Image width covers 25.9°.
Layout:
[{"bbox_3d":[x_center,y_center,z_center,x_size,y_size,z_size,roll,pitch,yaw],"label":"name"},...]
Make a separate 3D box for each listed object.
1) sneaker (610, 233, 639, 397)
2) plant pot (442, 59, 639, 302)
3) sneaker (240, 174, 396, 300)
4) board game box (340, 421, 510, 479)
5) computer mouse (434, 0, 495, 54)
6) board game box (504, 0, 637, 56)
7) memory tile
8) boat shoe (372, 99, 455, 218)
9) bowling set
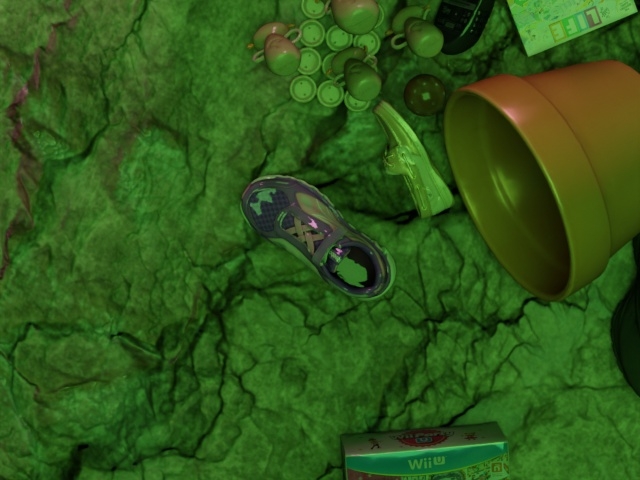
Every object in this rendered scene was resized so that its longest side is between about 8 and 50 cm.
[{"bbox_3d":[0.455,0.083,1.836,0.109,0.130,0.286,1,102,-4],"label":"sneaker"},{"bbox_3d":[0.313,-0.096,1.737,0.203,0.291,0.291,-26,101,-13],"label":"plant pot"},{"bbox_3d":[0.000,0.000,1.820,0.236,0.104,0.095,35,99,-6],"label":"sneaker"},{"bbox_3d":[0.149,0.413,1.906,0.224,0.097,0.303,-5,100,-1],"label":"board game box"},{"bbox_3d":[0.218,-0.347,1.791,0.041,0.071,0.242,23,96,-41],"label":"computer mouse"},{"bbox_3d":[0.321,-0.316,1.809,0.154,0.026,0.103,-23,101,3],"label":"board game box"},{"bbox_3d":[0.022,-0.246,1.821,0.113,0.012,0.148,8,100,-3],"label":"memory tile"},{"bbox_3d":[0.111,-0.103,1.824,0.059,0.063,0.170,-34,100,-1],"label":"boat shoe"},{"bbox_3d":[0.067,-0.247,1.762,0.287,0.154,0.200,-30,118,2],"label":"bowling set"}]
